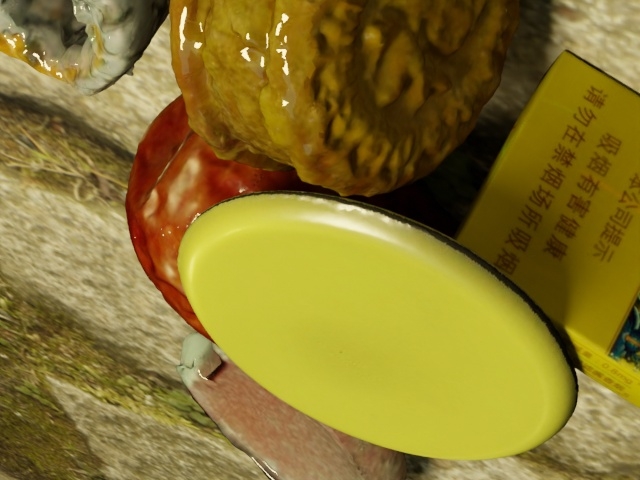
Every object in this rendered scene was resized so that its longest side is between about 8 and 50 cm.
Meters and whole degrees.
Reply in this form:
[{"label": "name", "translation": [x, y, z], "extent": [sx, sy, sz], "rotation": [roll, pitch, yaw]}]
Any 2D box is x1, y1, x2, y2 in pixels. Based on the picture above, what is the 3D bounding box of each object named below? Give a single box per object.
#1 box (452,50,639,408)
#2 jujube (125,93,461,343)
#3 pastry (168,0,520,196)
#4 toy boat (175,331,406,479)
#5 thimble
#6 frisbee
[{"label": "box", "translation": [0.213, 0.029, 0.917], "extent": [0.279, 0.153, 0.041], "rotation": [31, 153, 0]}, {"label": "jujube", "translation": [0.000, 0.000, 1.077], "extent": [0.255, 0.190, 0.190], "rotation": [24, 160, -30]}, {"label": "pastry", "translation": [0.015, -0.114, 0.844], "extent": [0.103, 0.188, 0.188], "rotation": [22, 153, 37]}, {"label": "toy boat", "translation": [-0.014, 0.142, 1.454], "extent": [0.227, 0.085, 0.155], "rotation": [44, 144, -2]}, {"label": "thimble", "translation": [-0.138, -0.171, 0.976], "extent": [0.127, 0.118, 0.151], "rotation": [30, 152, 1]}, {"label": "frisbee", "translation": [0.027, 0.054, 0.931], "extent": [0.236, 0.017, 0.236], "rotation": [18, 148, 12]}]
